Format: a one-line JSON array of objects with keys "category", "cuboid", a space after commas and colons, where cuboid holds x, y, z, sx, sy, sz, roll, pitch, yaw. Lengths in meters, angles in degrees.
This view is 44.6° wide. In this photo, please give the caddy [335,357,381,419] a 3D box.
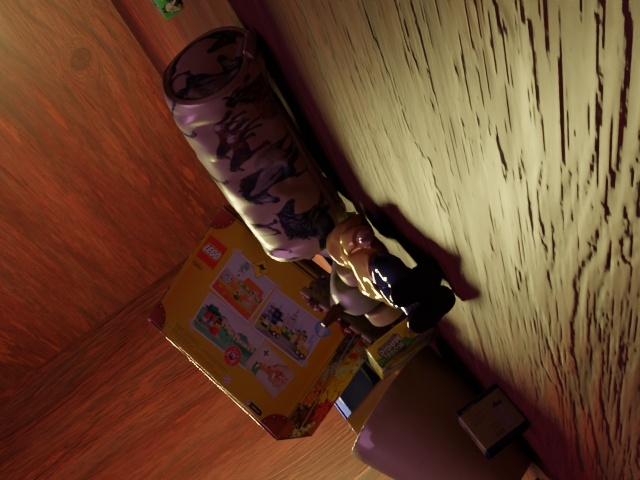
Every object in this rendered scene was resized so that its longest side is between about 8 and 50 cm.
[{"category": "caddy", "cuboid": [0.146, 0.376, 2.072, 0.341, 0.241, 0.179, 51, 170, 26]}]

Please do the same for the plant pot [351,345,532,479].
[{"category": "plant pot", "cuboid": [0.244, 0.379, 1.462, 0.274, 0.256, 0.256, 33, 168, 19]}]

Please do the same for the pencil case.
[{"category": "pencil case", "cuboid": [-0.093, -0.145, 1.255, 0.410, 0.184, 0.159, 59, -160, -44]}]

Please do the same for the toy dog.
[{"category": "toy dog", "cuboid": [0.032, 0.080, 1.565, 0.220, 0.161, 0.334, 54, 174, -8]}]

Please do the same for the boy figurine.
[{"category": "boy figurine", "cuboid": [0.094, 0.042, 1.197, 0.177, 0.092, 0.285, 56, 175, -27]}]

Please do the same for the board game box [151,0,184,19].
[{"category": "board game box", "cuboid": [-0.392, -0.594, 1.496, 0.317, 0.046, 0.213, 51, 175, 23]}]

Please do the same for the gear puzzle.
[{"category": "gear puzzle", "cuboid": [0.112, 0.194, 1.698, 0.339, 0.044, 0.175, 35, -158, 11]}]

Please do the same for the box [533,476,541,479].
[{"category": "box", "cuboid": [0.470, 0.538, 1.489, 0.162, 0.029, 0.116, 50, 174, 43]}]

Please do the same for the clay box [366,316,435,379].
[{"category": "clay box", "cuboid": [0.152, 0.198, 1.488, 0.053, 0.127, 0.222, 51, 173, 17]}]

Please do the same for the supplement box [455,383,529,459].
[{"category": "supplement box", "cuboid": [0.278, 0.294, 1.268, 0.083, 0.083, 0.056, 52, 173, 26]}]

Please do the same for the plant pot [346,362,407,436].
[{"category": "plant pot", "cuboid": [0.200, 0.401, 1.785, 0.254, 0.239, 0.254, 53, 174, 9]}]

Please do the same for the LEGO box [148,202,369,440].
[{"category": "LEGO box", "cuboid": [-0.138, 0.202, 1.992, 0.500, 0.372, 0.193, 38, -174, 25]}]
